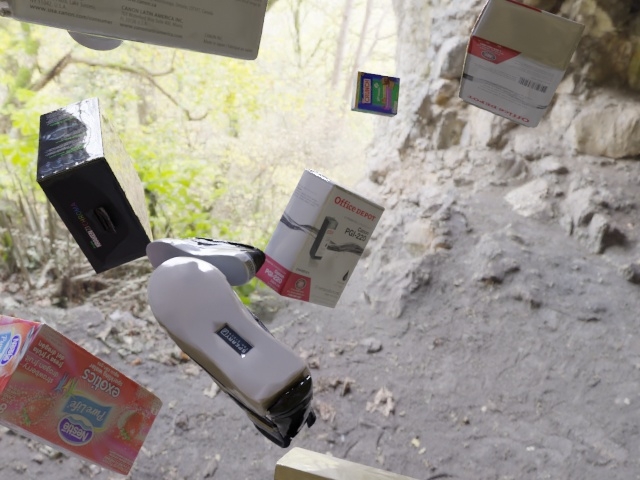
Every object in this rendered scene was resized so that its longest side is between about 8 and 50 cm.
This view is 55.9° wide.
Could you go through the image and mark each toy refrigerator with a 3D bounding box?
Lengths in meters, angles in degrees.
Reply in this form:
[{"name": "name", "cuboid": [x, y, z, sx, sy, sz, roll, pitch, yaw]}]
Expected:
[{"name": "toy refrigerator", "cuboid": [0.061, 0.427, 0.979, 0.269, 0.102, 0.094, 7, 3, 19]}]

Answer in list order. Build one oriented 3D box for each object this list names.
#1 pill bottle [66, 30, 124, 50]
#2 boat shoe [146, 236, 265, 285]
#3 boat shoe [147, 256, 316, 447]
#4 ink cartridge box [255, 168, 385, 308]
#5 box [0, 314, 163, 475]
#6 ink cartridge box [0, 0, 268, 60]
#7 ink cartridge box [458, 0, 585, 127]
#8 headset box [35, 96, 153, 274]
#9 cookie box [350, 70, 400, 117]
[{"name": "pill bottle", "cuboid": [-0.261, -0.319, 0.734, 0.107, 0.180, 0.108, 12, 62, -23]}, {"name": "boat shoe", "cuboid": [-0.195, 0.026, 1.040, 0.228, 0.080, 0.076, 2, 25, 30]}, {"name": "boat shoe", "cuboid": [-0.138, 0.171, 0.911, 0.127, 0.158, 0.340, -33, 51, -22]}, {"name": "ink cartridge box", "cuboid": [0.000, 0.000, 1.097, 0.092, 0.218, 0.158, 30, 7, 42]}, {"name": "box", "cuboid": [-0.424, 0.256, 0.986, 0.154, 0.300, 0.142, 3, 56, 31]}, {"name": "ink cartridge box", "cuboid": [-0.100, -0.240, 0.380, 0.181, 0.225, 0.056, -6, 24, -45]}, {"name": "ink cartridge box", "cuboid": [0.209, -0.187, 0.647, 0.099, 0.135, 0.056, 25, 81, 12]}, {"name": "headset box", "cuboid": [-0.454, -0.110, 1.226, 0.131, 0.246, 0.283, -21, 41, -6]}, {"name": "cookie box", "cuboid": [0.130, -0.346, 1.432, 0.107, 0.092, 0.040, 6, -3, -11]}]
